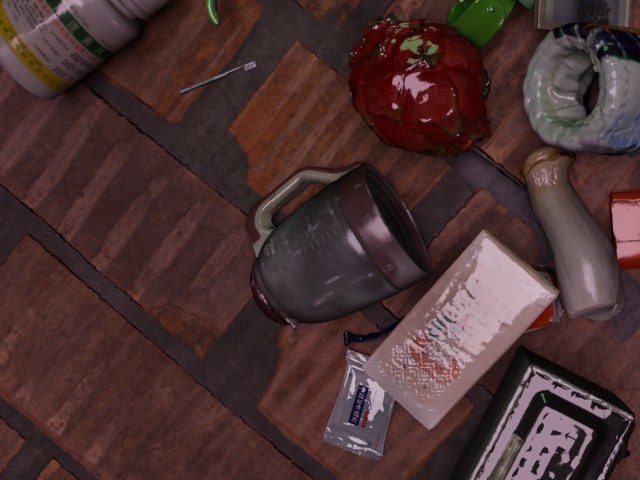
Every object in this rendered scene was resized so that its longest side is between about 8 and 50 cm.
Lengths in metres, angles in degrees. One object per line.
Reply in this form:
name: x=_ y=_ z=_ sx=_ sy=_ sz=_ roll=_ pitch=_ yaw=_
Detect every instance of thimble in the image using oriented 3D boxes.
thimble: x=0.466 y=-0.250 z=1.532 sx=0.150 sy=0.237 sz=0.237 roll=-1 pitch=93 yaw=-29

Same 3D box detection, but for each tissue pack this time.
tissue pack: x=0.239 y=0.155 z=1.561 sx=0.170 sy=0.071 sz=0.325 roll=43 pitch=103 yaw=9
tissue pack: x=0.085 y=0.318 z=1.741 sx=0.122 sy=0.026 sz=0.193 roll=16 pitch=95 yaw=10

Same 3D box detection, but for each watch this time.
watch: x=0.302 y=-0.426 z=1.617 sx=0.131 sy=0.165 sz=0.152 roll=31 pitch=120 yaw=-14

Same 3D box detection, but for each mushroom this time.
mushroom: x=0.447 y=-0.012 z=1.610 sx=0.122 sy=0.159 sz=0.328 roll=-19 pitch=80 yaw=5

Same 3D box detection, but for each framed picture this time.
framed picture: x=0.467 y=-0.505 z=1.577 sx=0.213 sy=0.016 sz=0.289 roll=1 pitch=93 yaw=-24

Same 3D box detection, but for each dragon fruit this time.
dragon fruit: x=0.185 y=-0.268 z=1.585 sx=0.299 sy=0.244 sz=0.244 roll=33 pitch=99 yaw=-16

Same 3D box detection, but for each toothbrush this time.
toothbrush: x=-0.202 y=-0.317 z=1.770 sx=0.167 sy=0.011 sz=0.014 roll=-19 pitch=95 yaw=11

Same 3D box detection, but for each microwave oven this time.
microwave oven: x=0.371 y=0.398 z=1.569 sx=0.218 sy=0.286 sz=0.355 roll=27 pitch=93 yaw=7

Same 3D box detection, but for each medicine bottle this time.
medicine bottle: x=-0.450 y=-0.443 z=1.709 sx=0.340 sy=0.208 sz=0.208 roll=-34 pitch=87 yaw=11

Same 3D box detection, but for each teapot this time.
teapot: x=0.000 y=0.000 z=1.662 sx=0.312 sy=0.233 sz=0.315 roll=-30 pitch=58 yaw=15

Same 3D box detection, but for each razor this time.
razor: x=0.119 y=0.170 z=1.729 sx=0.154 sy=0.044 sz=0.028 roll=-20 pitch=119 yaw=8

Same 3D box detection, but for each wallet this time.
wallet: x=0.627 y=-0.024 z=1.615 sx=0.204 sy=0.045 sz=0.142 roll=-4 pitch=93 yaw=10

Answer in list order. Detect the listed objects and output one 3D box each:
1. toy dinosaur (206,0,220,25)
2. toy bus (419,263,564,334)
toy dinosaur: x=0.006 y=-0.618 z=1.681 sx=0.374 sy=0.144 sz=0.500 roll=10 pitch=98 yaw=-2
toy bus: x=0.314 y=0.132 z=1.642 sx=0.265 sy=0.120 sz=0.121 roll=-18 pitch=91 yaw=12
